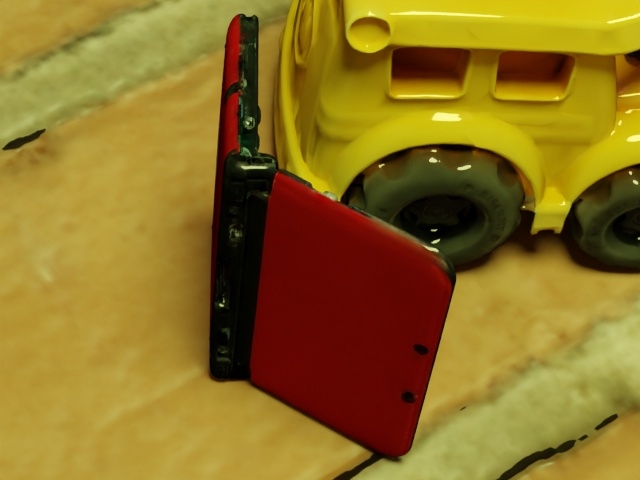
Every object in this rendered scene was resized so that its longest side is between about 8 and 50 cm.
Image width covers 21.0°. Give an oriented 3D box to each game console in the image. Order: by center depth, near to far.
[{"bbox_3d":[0.000,0.000,0.691,0.085,0.144,0.124,3,53,-5],"label":"game console"}]

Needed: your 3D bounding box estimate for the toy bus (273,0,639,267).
[{"bbox_3d":[0.098,-0.104,0.739,0.220,0.211,0.149,2,52,-7],"label":"toy bus"}]
